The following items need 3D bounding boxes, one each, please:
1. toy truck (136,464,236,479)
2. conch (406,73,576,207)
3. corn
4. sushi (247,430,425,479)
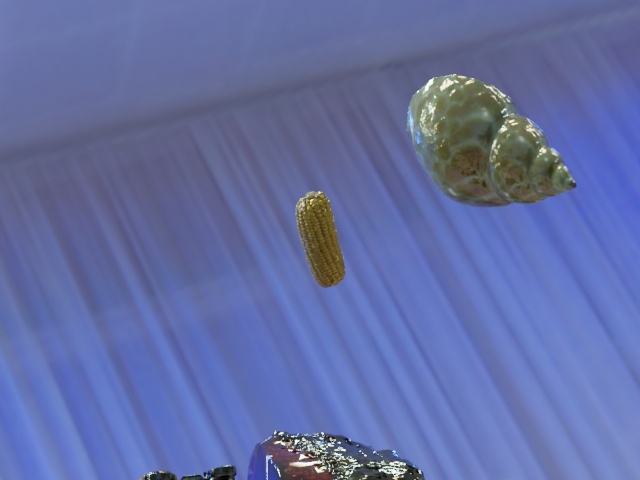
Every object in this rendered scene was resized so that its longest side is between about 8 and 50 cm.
[{"bbox_3d":[-0.105,0.199,1.430,0.083,0.049,0.054,-4,-15,-23],"label":"toy truck"},{"bbox_3d":[0.159,-0.088,1.899,0.116,0.173,0.106,-49,4,23],"label":"conch"},{"bbox_3d":[0.000,0.000,1.765,0.037,0.037,0.092,-21,-68,-13],"label":"corn"},{"bbox_3d":[0.012,0.238,1.648,0.126,0.136,0.225,2,0,-13],"label":"sushi"}]
